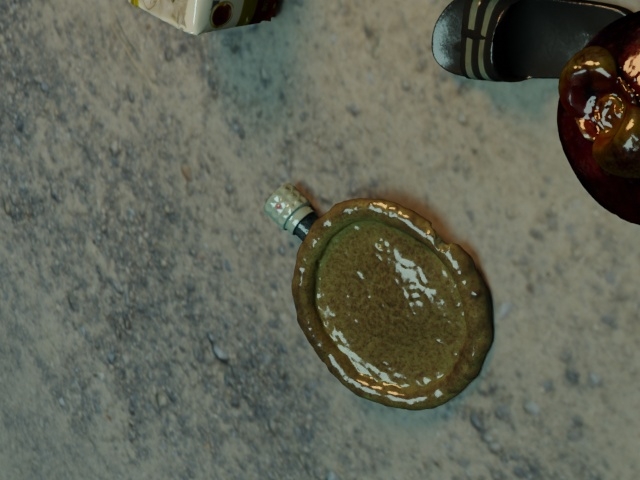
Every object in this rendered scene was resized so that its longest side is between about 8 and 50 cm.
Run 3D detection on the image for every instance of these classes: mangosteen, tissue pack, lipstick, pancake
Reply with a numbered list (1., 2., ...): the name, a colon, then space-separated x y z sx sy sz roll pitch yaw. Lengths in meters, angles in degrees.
1. mangosteen: 0.220 -0.078 0.819 0.152 0.152 0.152 16 116 38
2. tissue pack: -0.088 -0.261 1.060 0.099 0.106 0.149 31 125 29
3. lipstick: 0.000 0.000 1.129 0.116 0.037 0.037 45 130 15
4. pancake: 0.059 0.058 1.084 0.199 0.021 0.199 13 118 26

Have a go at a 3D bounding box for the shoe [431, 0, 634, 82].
1. shoe: 0.147 -0.147 0.928 0.179 0.049 0.071 11 112 40
